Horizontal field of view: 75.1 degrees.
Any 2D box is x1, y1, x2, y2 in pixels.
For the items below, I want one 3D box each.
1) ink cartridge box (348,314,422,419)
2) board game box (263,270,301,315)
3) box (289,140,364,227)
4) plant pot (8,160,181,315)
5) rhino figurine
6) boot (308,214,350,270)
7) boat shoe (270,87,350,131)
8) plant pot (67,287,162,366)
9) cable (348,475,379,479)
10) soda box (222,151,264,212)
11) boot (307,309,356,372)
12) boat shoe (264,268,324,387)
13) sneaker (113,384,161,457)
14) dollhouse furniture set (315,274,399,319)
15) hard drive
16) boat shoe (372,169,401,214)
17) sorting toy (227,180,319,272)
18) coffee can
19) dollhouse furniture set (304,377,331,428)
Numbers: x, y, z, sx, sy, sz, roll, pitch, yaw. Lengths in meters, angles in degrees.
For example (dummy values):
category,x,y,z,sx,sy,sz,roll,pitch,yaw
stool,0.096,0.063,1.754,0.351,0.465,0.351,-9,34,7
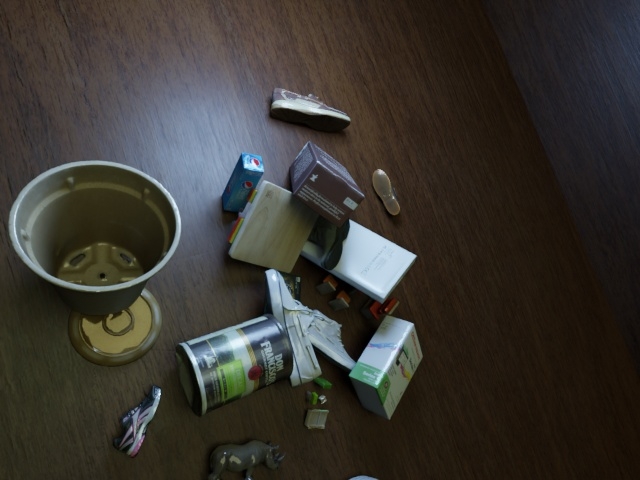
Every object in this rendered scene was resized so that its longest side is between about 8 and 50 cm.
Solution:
category,x,y,z,sx,sy,sz,roll,pitch,yaw
ink cartridge box,0.237,0.436,1.456,0.278,0.117,0.202,-49,134,-33
board game box,-0.128,0.202,1.413,0.126,0.026,0.187,13,68,-27
box,0.009,-0.206,1.433,0.191,0.381,0.143,34,104,-17
plant pot,-0.539,0.029,1.029,0.333,0.305,0.334,13,56,-20
rhino figurine,-0.207,0.633,1.197,0.243,0.073,0.107,8,73,-31
boot,0.000,0.000,1.462,0.084,0.161,0.247,77,27,-44
boat shoe,-0.034,-0.528,1.657,0.341,0.123,0.123,5,73,-24
plant pot,-0.556,0.223,1.143,0.236,0.032,0.237,10,70,-28
cable,0.143,0.892,1.313,0.257,0.089,0.257,-36,95,-34
soda box,-0.253,-0.182,1.346,0.067,0.210,0.071,7,53,-30
boot,0.052,0.347,1.431,0.258,0.095,0.124,39,65,-14
boat shoe,-0.068,0.257,1.309,0.156,0.136,0.368,-14,81,-16
sneaker,-0.479,0.464,1.091,0.077,0.072,0.178,24,57,-11
dollhouse furniture set,0.158,0.160,1.534,0.259,0.135,0.262,52,56,-7
hard drive,0.131,0.051,1.490,0.352,0.047,0.233,30,53,22
boat shoe,0.281,-0.202,1.775,0.207,0.073,0.073,69,18,1
sorting toy,-0.158,-0.047,1.376,0.255,0.089,0.257,21,99,-45
coffee can,-0.244,0.347,1.190,0.275,0.201,0.202,-14,82,-33
dollhouse furniture set,-0.013,0.537,1.376,0.076,0.058,0.152,17,85,-34
